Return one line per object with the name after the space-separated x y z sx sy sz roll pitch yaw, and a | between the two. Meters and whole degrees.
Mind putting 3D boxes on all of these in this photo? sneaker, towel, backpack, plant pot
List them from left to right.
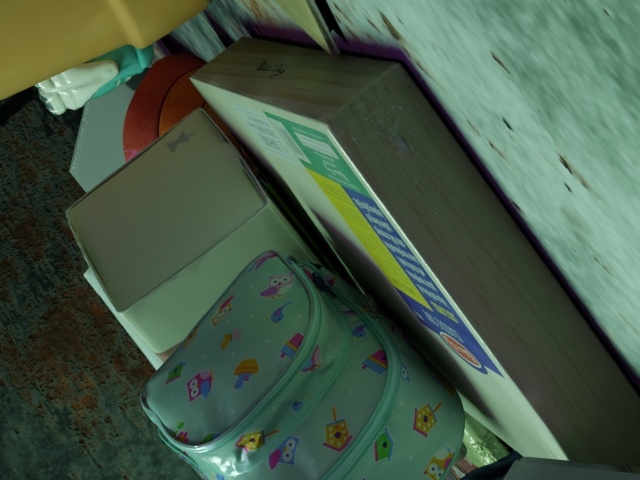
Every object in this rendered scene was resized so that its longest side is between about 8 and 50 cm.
-0.245 -0.222 1.312 0.291 0.203 0.291 52 174 7 | plant pot
-0.184 -0.192 1.532 0.275 0.110 0.107 -104 -8 -55 | sneaker
-0.010 0.108 1.161 0.144 0.166 0.188 43 179 -40 | backpack
0.123 0.158 1.682 0.110 0.027 0.148 53 176 -3 | towel

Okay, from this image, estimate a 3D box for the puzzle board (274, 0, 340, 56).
-0.038 -0.162 0.996 0.128 0.011 0.096 47 172 37 | puzzle board

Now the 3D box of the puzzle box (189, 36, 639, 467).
0.053 0.005 1.122 0.272 0.052 0.409 53 174 -15 | puzzle box

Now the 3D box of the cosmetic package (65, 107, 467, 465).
-0.036 0.068 1.350 0.296 0.129 0.153 53 -178 -36 | cosmetic package

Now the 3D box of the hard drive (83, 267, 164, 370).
-0.076 0.078 1.876 0.307 0.203 0.040 49 174 32 | hard drive

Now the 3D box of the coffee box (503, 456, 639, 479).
0.186 0.227 0.940 0.141 0.098 0.246 1 135 45 | coffee box

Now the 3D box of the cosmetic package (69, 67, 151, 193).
-0.151 -0.081 1.746 0.107 0.127 0.238 10 -168 -26 | cosmetic package

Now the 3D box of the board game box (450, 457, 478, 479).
0.185 0.267 1.896 0.145 0.027 0.281 55 174 -22 | board game box

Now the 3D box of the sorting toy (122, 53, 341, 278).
0.000 0.000 1.456 0.126 0.127 0.365 2 141 43 | sorting toy

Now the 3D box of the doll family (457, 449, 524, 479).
0.108 0.195 1.292 0.118 0.163 0.263 59 174 -8 | doll family
